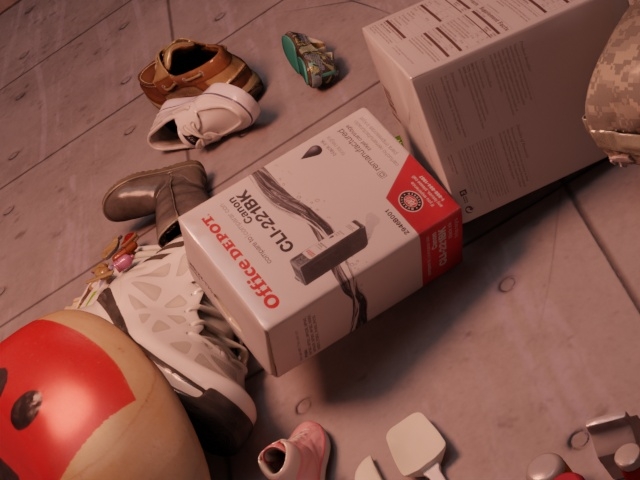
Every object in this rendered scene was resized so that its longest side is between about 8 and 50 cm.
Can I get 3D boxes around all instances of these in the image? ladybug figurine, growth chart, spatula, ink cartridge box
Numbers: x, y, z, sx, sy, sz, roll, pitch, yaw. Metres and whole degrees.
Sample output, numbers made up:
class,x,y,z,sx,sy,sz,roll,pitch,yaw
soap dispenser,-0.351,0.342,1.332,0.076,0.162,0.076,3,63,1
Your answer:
class,x,y,z,sx,sy,sz,roll,pitch,yaw
ladybug figurine,-0.278,0.241,1.523,0.161,0.305,0.449,-7,19,-34
growth chart,-0.316,0.088,2.054,0.172,0.021,0.237,0,47,47
spatula,0.078,0.281,1.373,0.168,0.019,0.242,-36,30,1
ink cartridge box,0.000,0.000,1.607,0.272,0.114,0.197,-32,59,-15

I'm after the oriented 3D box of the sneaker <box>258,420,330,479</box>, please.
class,x,y,z,sx,sy,sz,roll,pitch,yaw
sneaker,-0.030,0.228,1.500,0.051,0.070,0.134,-37,23,21

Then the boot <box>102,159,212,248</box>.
class,x,y,z,sx,sy,sz,roll,pitch,yaw
boot,-0.239,-0.037,2.079,0.189,0.076,0.208,-25,34,5

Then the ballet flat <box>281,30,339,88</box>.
class,x,y,z,sx,sy,sz,roll,pitch,yaw
ballet flat,-0.013,-0.293,2.223,0.070,0.070,0.188,-35,32,5

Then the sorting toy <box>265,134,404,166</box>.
class,x,y,z,sx,sy,sz,roll,pitch,yaw
sorting toy,0.063,-0.119,1.828,0.365,0.126,0.127,-33,30,9

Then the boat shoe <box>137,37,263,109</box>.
class,x,y,z,sx,sy,sz,roll,pitch,yaw
boat shoe,-0.221,-0.295,2.376,0.122,0.120,0.324,-50,32,-20

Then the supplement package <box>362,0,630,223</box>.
class,x,y,z,sx,sy,sz,roll,pitch,yaw
supplement package,0.223,-0.191,1.632,0.262,0.199,0.198,-25,29,-4

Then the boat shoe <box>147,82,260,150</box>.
class,x,y,z,sx,sy,sz,roll,pitch,yaw
boat shoe,-0.192,-0.187,2.243,0.258,0.095,0.084,-11,43,55

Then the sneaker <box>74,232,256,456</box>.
class,x,y,z,sx,sy,sz,roll,pitch,yaw
sneaker,-0.145,0.086,1.726,0.257,0.169,0.447,-46,28,-9

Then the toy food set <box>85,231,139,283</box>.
class,x,y,z,sx,sy,sz,roll,pitch,yaw
toy food set,-0.306,0.027,2.090,0.078,0.019,0.122,-19,27,32

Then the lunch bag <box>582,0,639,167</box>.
class,x,y,z,sx,sy,sz,roll,pitch,yaw
lunch bag,0.440,-0.171,1.407,0.256,0.212,0.305,-46,30,-14

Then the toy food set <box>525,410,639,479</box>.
class,x,y,z,sx,sy,sz,roll,pitch,yaw
toy food set,0.274,0.183,1.209,0.232,0.104,0.111,-20,35,29
